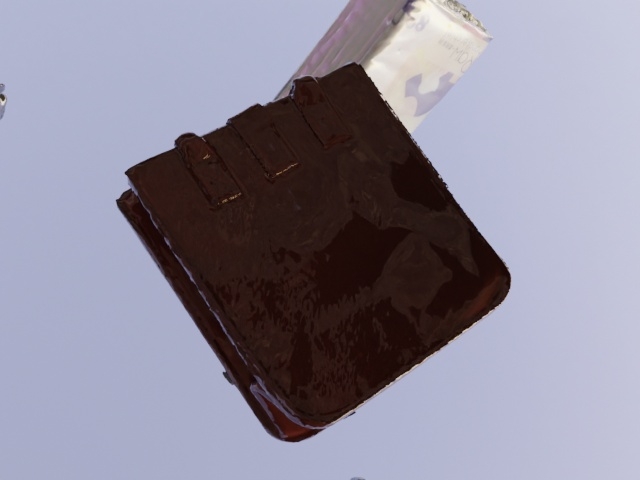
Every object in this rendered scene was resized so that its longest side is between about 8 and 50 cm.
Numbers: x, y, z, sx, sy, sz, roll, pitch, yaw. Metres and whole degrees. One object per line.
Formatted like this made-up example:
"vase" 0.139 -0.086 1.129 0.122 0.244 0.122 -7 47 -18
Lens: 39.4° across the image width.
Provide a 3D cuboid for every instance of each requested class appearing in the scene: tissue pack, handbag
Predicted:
"tissue pack" 0.087 -0.252 1.410 0.242 0.343 0.125 12 -144 -53
"handbag" 0.000 0.001 0.777 0.260 0.084 0.275 -33 -99 -24

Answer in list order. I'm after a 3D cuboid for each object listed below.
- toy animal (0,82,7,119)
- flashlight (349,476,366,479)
"toy animal" -0.338 -0.101 0.844 0.084 0.232 0.148 40 -82 -19
"flashlight" 0.036 0.311 1.064 0.051 0.129 0.051 9 -113 -23
